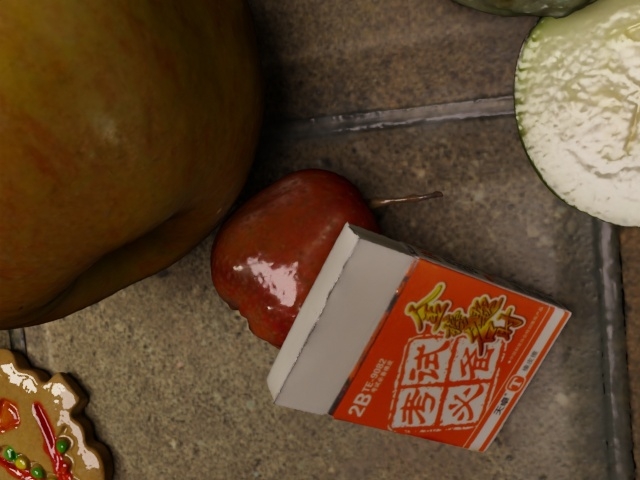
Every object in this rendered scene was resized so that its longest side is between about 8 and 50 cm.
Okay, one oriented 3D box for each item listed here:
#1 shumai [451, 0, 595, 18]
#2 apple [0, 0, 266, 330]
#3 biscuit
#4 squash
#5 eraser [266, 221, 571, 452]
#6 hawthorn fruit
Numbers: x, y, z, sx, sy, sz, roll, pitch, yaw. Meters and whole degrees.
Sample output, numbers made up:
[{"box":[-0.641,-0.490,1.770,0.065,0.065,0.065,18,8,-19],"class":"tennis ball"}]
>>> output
[{"box":[0.158,-0.294,0.534,0.260,0.222,0.225,-1,85,27],"class":"shumai"},{"box":[-0.231,-0.106,0.617,0.333,0.400,0.400,38,107,4],"class":"apple"},{"box":[-0.357,0.252,0.886,0.212,0.041,0.239,43,107,9],"class":"biscuit"},{"box":[0.271,-0.122,0.619,0.219,0.041,0.219,0,92,19],"class":"squash"},{"box":[0.086,0.091,0.632,0.230,0.038,0.157,19,107,-26],"class":"eraser"},{"box":[0.000,0.000,0.680,0.162,0.162,0.203,44,86,10],"class":"hawthorn fruit"}]
